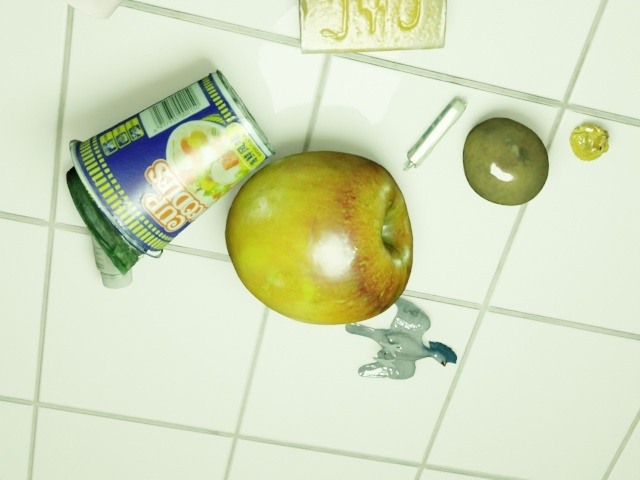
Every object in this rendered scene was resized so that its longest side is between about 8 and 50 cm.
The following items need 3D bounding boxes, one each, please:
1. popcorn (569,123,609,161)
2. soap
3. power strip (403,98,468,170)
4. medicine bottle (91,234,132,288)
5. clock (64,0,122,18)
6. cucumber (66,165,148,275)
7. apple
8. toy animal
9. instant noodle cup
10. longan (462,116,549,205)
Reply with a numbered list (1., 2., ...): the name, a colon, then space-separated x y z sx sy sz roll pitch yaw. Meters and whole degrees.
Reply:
1. popcorn: 0.561 -0.199 1.521 0.084 0.084 0.084 -1 116 -2
2. soap: 0.095 -0.439 1.380 0.274 0.089 0.173 -4 116 -1
3. power strip: 0.232 -0.216 1.517 0.030 0.047 0.191 35 109 -13
4. medicine bottle: -0.447 0.034 1.598 0.080 0.080 0.130 -2 116 -1
5. clock: -0.428 -0.478 1.279 0.197 0.197 0.068 40 110 -19
6. cucumber: -0.434 -0.060 1.518 0.115 0.063 0.244 -42 95 -29
7. apple: 0.000 0.000 1.488 0.374 0.374 0.384 -33 152 13
8. toy animal: 0.186 0.249 1.734 0.255 0.176 0.239 29 113 22
9. instant noodle cup: -0.268 -0.164 1.419 0.312 0.284 0.284 -34 113 3
10. longan: 0.372 -0.159 1.490 0.167 0.167 0.187 -29 113 12
